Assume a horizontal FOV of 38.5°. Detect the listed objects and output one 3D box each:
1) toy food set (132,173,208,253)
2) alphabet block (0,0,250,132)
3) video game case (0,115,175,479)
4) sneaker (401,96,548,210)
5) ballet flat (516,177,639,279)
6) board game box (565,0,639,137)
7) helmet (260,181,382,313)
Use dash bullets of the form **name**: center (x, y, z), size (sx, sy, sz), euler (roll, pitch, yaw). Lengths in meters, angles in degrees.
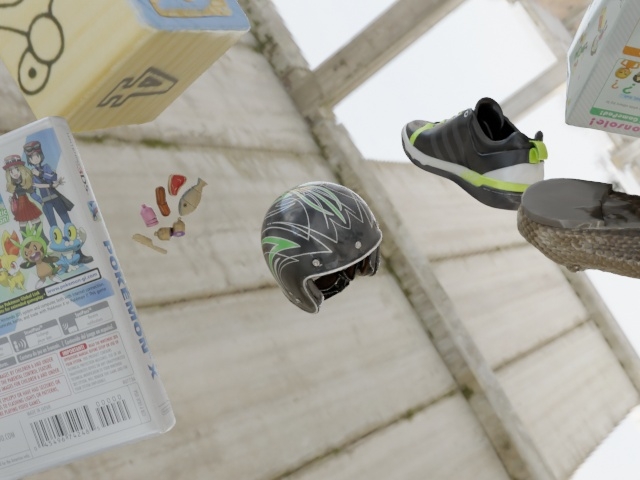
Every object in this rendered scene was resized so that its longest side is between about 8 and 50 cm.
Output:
- **toy food set**: center (-0.216, -0.044, 1.307), size (0.078, 0.122, 0.019), euler (28, 175, -27)
- **alphabet block**: center (-0.235, -0.256, 1.038), size (0.193, 0.197, 0.192), euler (-19, -103, -58)
- **video game case**: center (-0.331, 0.081, 0.853), size (0.036, 0.329, 0.300), euler (-26, -84, -76)
- **sneaker**: center (0.172, -0.110, 0.988), size (0.084, 0.097, 0.235), euler (-4, -156, -28)
- **ballet flat**: center (0.254, 0.009, 0.612), size (0.084, 0.250, 0.058), euler (-53, -35, -46)
- **board game box**: center (0.329, -0.191, 0.640), size (0.224, 0.303, 0.097), euler (13, -128, -1)
- **helmet**: center (0.000, 0.000, 1.230), size (0.161, 0.169, 0.169), euler (89, 175, -47)
